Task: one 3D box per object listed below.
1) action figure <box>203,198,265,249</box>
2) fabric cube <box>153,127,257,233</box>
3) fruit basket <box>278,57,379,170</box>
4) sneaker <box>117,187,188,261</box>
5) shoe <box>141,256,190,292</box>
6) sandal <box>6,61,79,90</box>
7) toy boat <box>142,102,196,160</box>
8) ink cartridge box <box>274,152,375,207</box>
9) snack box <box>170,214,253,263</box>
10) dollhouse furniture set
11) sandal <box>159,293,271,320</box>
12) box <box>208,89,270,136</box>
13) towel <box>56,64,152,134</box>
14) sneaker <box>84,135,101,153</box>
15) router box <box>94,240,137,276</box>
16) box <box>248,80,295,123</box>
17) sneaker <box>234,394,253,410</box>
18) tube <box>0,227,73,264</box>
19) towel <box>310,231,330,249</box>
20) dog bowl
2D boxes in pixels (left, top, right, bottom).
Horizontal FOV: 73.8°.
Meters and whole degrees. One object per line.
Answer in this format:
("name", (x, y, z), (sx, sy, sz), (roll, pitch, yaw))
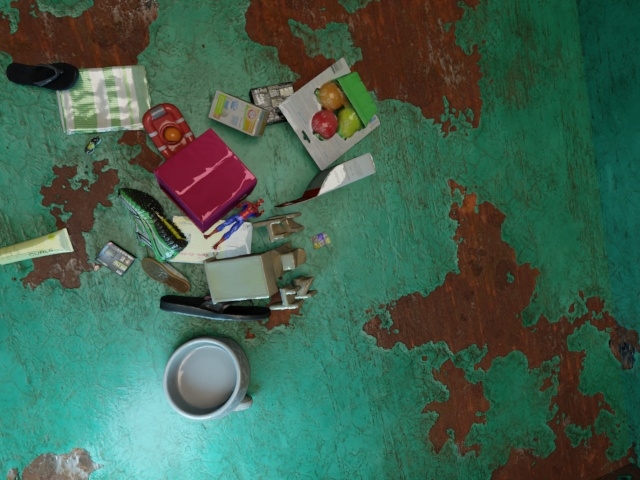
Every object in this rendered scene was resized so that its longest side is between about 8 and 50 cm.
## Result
("action figure", (-0.326, -0.084, 1.691), (0.280, 0.139, 0.091), (-42, 96, -20))
("fabric cube", (-0.431, -0.214, 1.614), (0.258, 0.254, 0.259), (-44, 95, -17))
("fruit basket", (0.045, -0.529, 1.798), (0.353, 0.165, 0.327), (-39, 112, -5))
("sneaker", (-0.673, -0.063, 1.636), (0.146, 0.134, 0.343), (-41, 83, 15))
("shoe", (-0.623, 0.138, 1.725), (0.219, 0.058, 0.076), (36, 104, -11))
("sandal", (-1.005, -0.594, 1.537), (0.255, 0.054, 0.097), (-1, 95, -2))
("toy boat", (-0.570, -0.404, 1.635), (0.151, 0.151, 0.231), (-33, 119, -10))
("ink cartridge box", (-0.005, -0.238, 1.732), (0.385, 0.308, 0.091), (-22, 99, -12))
("snack box", (-0.448, 0.004, 1.755), (0.322, 0.060, 0.186), (5, 90, -16))
("dollhouse furniture set", (-0.232, 0.104, 1.706), (0.257, 0.394, 0.361), (-8, 98, 24))
("sandal", (-0.414, 0.251, 1.726), (0.446, 0.167, 0.106), (9, 95, -15))
("box", (-0.317, -0.499, 1.686), (0.203, 0.103, 0.114), (25, 106, 7))
("towel", (-0.823, -0.538, 1.629), (0.325, 0.038, 0.247), (-9, 95, -14))
("sneaker", (-0.875, -0.367, 1.627), (0.031, 0.035, 0.083), (34, 85, -14))
("router box", (-0.803, 0.071, 1.675), (0.122, 0.038, 0.092), (37, 85, -15))
("box", (-0.191, -0.566, 1.777), (0.180, 0.077, 0.147), (-17, 99, -14))
("sneaker", (-0.391, 0.628, 1.793), (0.252, 0.103, 0.111), (27, 88, -16))
("tube", (-1.068, 0.027, 1.592), (0.240, 0.062, 0.070), (-16, 138, -19))
("towel", (0.000, 0.000, 1.904), (0.083, 0.009, 0.060), (-23, 99, -13))
("dog bowl", (-0.462, 0.546, 1.703), (0.349, 0.102, 0.348), (0, 75, -1))
